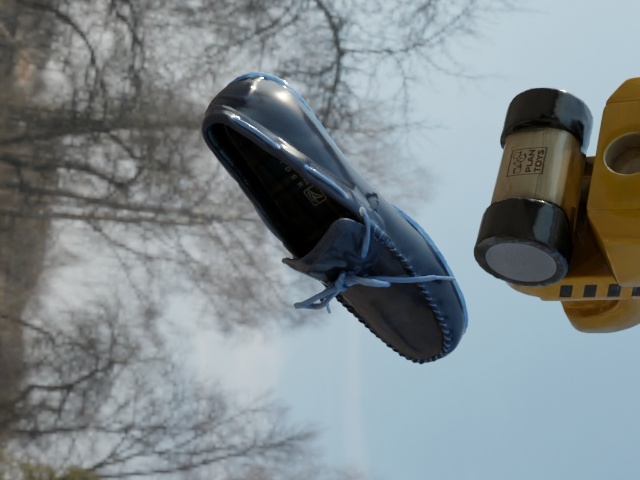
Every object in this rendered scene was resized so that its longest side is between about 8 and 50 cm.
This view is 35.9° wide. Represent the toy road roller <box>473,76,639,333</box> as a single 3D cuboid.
[{"bbox_3d":[0.332,-0.021,1.014,0.330,0.240,0.202,-3,-126,31],"label":"toy road roller"}]

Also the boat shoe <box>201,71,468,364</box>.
[{"bbox_3d":[0.000,0.000,0.727,0.109,0.258,0.089,-43,-177,35],"label":"boat shoe"}]
